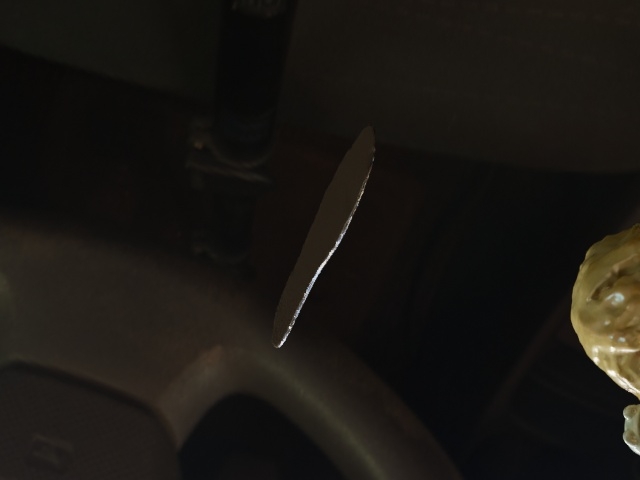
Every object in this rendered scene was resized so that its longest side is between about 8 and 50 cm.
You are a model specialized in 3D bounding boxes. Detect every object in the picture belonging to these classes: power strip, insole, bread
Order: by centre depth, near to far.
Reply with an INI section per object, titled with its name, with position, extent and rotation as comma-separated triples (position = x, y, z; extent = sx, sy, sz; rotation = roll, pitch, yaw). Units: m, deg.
[bread]
position = 0.340, 0.063, 1.091
extent = 0.244, 0.244, 0.134
rotation = 23, 115, -7
[power strip]
position = 0.303, 0.169, 1.102
extent = 0.083, 0.055, 0.035
rotation = 19, 154, -25
[insole]
position = 0.000, 0.000, 1.378
extent = 0.007, 0.111, 0.328
rotation = 15, 131, -13
